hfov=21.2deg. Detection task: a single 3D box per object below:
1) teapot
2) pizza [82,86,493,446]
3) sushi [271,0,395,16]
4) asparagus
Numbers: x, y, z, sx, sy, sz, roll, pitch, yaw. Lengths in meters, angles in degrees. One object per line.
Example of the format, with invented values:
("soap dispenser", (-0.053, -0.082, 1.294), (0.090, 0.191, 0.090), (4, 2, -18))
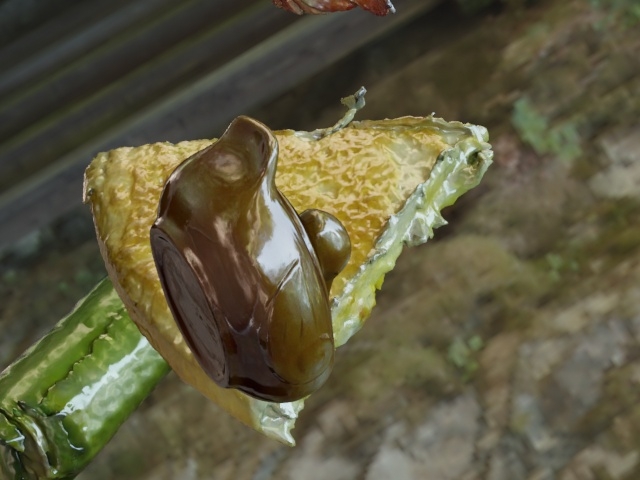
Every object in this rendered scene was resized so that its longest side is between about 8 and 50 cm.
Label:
("teapot", (-0.023, 0.008, 0.724), (0.098, 0.078, 0.129), (41, -27, 48))
("pizza", (0.000, 0.000, 1.194), (0.075, 0.288, 0.280), (80, -15, -50))
("sushi", (-0.005, -0.305, 1.615), (0.332, 0.130, 0.124), (-107, 180, -58))
("asparagus", (-0.161, 0.077, 1.499), (0.108, 0.382, 0.128), (39, -27, 9))
